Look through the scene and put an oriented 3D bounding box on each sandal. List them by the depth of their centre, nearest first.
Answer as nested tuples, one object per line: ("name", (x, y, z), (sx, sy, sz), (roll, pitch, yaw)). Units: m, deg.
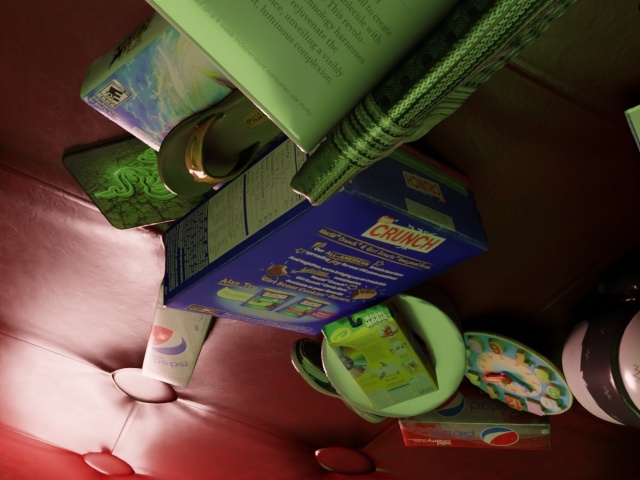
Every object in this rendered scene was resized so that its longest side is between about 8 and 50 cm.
("sandal", (-0.102, -0.099, 0.630), (0.219, 0.060, 0.090), (-24, 140, 32))

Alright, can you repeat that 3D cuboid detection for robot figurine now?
("robot figurine", (0.441, 0.165, 0.774), (0.209, 0.174, 0.278), (37, 169, 5))

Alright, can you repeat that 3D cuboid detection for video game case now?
("video game case", (-0.081, -0.155, 0.656), (0.244, 0.061, 0.269), (-24, 140, 31))

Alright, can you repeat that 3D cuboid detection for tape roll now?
("tape roll", (0.115, 0.165, 0.909), (0.219, 0.072, 0.219), (4, 111, 9))

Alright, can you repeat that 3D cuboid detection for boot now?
("boot", (0.084, 0.215, 1.019), (0.236, 0.085, 0.178), (39, 123, -19))

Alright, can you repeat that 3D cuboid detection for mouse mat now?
("mouse mat", (-0.270, -0.082, 0.857), (0.189, 0.007, 0.153), (-11, 130, 21))

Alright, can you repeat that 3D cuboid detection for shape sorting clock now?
("shape sorting clock", (0.306, 0.219, 0.948), (0.206, 0.040, 0.206), (28, 154, 15))

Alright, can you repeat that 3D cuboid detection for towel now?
("towel", (0.143, -0.158, 0.452), (0.056, 0.324, 0.312), (48, 118, 0))

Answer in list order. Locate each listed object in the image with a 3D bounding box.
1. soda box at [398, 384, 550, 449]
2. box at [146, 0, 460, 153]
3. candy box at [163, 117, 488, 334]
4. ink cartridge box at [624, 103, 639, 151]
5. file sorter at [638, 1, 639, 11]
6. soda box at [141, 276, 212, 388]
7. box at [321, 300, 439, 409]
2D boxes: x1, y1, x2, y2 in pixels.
("soda box", (0.281, 0.324, 1.072), (0.263, 0.084, 0.092), (-3, 132, 17))
("box", (0.027, -0.271, 0.397), (0.345, 0.168, 0.215), (-43, 116, 11))
("candy box", (0.000, 0.000, 0.730), (0.268, 0.122, 0.317), (19, 143, -42))
("ink cartridge box", (0.462, -0.116, 0.627), (0.208, 0.045, 0.206), (-22, 125, 28))
("file sorter", (0.432, -0.230, 0.400), (0.290, 0.182, 0.202), (9, 121, 4))
("soda box", (-0.235, 0.138, 1.000), (0.091, 0.098, 0.286), (20, 135, -7))
("box", (0.085, 0.160, 0.830), (0.105, 0.043, 0.179), (-23, 121, 17))
